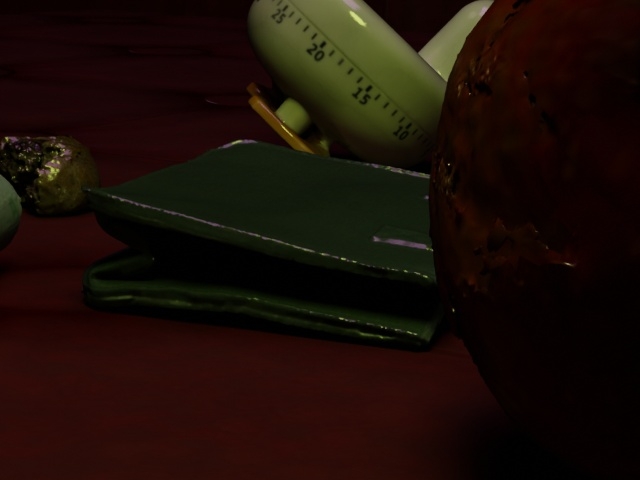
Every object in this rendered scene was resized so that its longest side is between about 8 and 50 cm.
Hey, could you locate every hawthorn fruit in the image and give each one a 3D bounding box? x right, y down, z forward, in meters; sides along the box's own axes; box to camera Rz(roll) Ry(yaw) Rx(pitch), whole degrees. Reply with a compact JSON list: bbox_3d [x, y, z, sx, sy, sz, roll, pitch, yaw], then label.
[{"bbox_3d":[0.189,-0.032,0.763,0.316,0.316,0.316,2,11,0],"label":"hawthorn fruit"}]

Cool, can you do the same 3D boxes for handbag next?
[{"bbox_3d":[-0.001,-0.002,1.150,0.260,0.079,0.247,8,14,20],"label":"handbag"}]

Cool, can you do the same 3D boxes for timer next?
[{"bbox_3d":[0.052,-0.186,1.677,0.233,0.240,0.233,44,6,-6],"label":"timer"}]

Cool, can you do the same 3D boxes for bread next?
[{"bbox_3d":[-0.227,-0.058,1.442,0.082,0.060,0.113,-12,16,-42],"label":"bread"}]

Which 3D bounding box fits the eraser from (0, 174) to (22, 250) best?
[{"bbox_3d":[-0.305,-0.002,1.099,0.174,0.081,0.227,-1,12,7],"label":"eraser"}]
